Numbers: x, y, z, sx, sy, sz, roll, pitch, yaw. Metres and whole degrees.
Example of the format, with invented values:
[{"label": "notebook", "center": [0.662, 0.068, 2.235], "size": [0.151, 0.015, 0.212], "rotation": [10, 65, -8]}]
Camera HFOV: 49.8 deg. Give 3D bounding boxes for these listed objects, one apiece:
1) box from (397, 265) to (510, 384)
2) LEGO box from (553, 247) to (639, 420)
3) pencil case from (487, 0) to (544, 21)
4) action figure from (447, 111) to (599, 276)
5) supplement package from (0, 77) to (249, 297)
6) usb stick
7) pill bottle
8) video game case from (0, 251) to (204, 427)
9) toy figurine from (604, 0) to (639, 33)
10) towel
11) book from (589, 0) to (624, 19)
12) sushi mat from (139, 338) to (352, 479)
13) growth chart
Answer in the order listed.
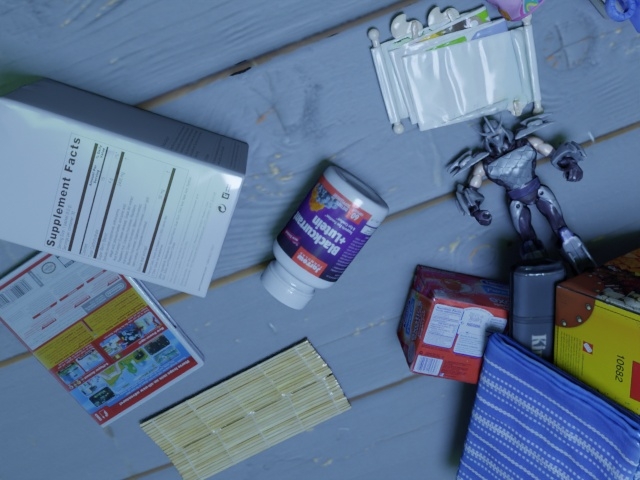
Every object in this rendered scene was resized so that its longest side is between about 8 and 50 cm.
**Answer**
[{"label": "box", "center": [0.260, 0.137, 1.042], "size": [0.257, 0.122, 0.128], "rotation": [11, 110, -8]}, {"label": "LEGO box", "center": [0.524, 0.258, 0.992], "size": [0.373, 0.193, 0.500], "rotation": [-18, 114, -30]}, {"label": "pencil case", "center": [0.183, -0.402, 0.837], "size": [0.284, 0.124, 0.124], "rotation": [41, 103, -17]}, {"label": "action figure", "center": [0.301, -0.057, 0.986], "size": [0.185, 0.099, 0.285], "rotation": [-25, 106, 23]}, {"label": "supplement package", "center": [-0.259, -0.073, 0.896], "size": [0.293, 0.177, 0.175], "rotation": [18, 109, -10]}, {"label": "usb stick", "center": [0.300, 0.153, 0.960], "size": [0.077, 0.045, 0.278], "rotation": [-6, 111, -3]}, {"label": "pill bottle", "center": [0.000, 0.000, 0.979], "size": [0.108, 0.108, 0.193], "rotation": [32, 105, -15]}, {"label": "video game case", "center": [-0.342, 0.134, 1.049], "size": [0.204, 0.025, 0.285], "rotation": [-32, 109, 8]}, {"label": "toy figurine", "center": [0.416, -0.360, 0.811], "size": [0.217, 0.191, 0.362], "rotation": [-42, 105, -1]}, {"label": "towel", "center": [0.300, 0.311, 0.950], "size": [0.040, 0.243, 0.336], "rotation": [-23, 131, -36]}, {"label": "book", "center": [0.374, -0.379, 0.908], "size": [0.144, 0.035, 0.096], "rotation": [41, 97, -16]}, {"label": "sushi mat", "center": [-0.119, 0.284, 1.125], "size": [0.317, 0.019, 0.151], "rotation": [-27, 109, 6]}, {"label": "growth chart", "center": [0.190, -0.237, 0.951], "size": [0.237, 0.021, 0.172], "rotation": [-9, 110, -1]}]
